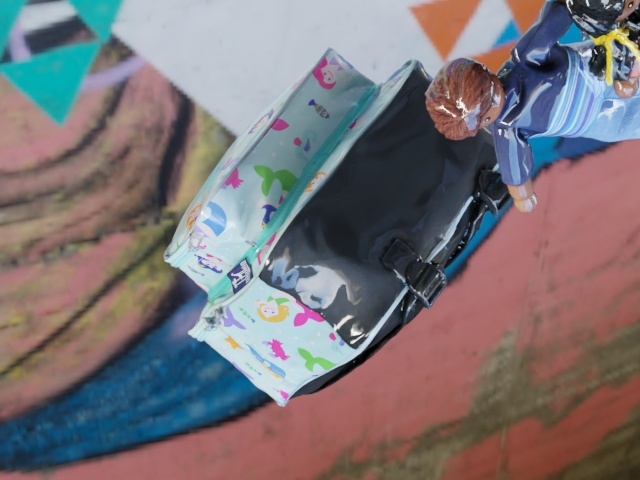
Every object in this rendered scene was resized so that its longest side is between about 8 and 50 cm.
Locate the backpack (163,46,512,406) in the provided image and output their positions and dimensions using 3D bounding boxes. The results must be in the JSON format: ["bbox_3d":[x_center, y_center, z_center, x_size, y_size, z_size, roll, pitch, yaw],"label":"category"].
[{"bbox_3d":[0.000,0.000,1.038,0.191,0.253,0.225,35,-118,3],"label":"backpack"}]

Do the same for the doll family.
[{"bbox_3d":[0.095,-0.099,0.447,0.111,0.193,0.076,-10,-162,-43],"label":"doll family"}]
